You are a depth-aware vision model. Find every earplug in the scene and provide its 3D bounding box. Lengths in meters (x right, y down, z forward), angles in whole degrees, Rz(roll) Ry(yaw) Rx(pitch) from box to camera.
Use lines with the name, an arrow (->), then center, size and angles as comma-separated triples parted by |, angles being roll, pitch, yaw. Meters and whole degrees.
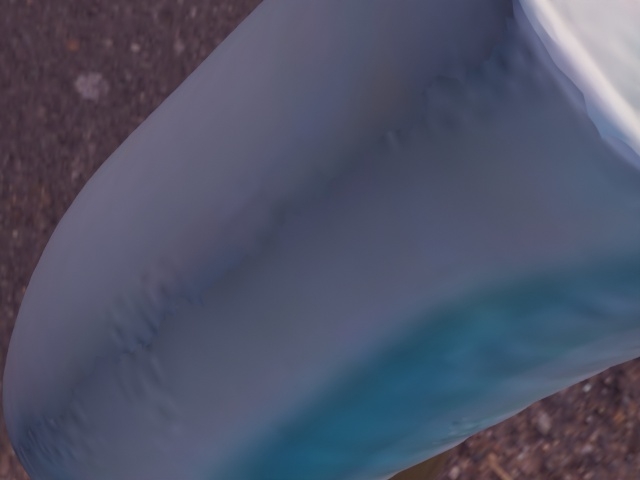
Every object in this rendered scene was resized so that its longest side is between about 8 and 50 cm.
earplug -> 0.000, 0.000, 0.522 | 0.185, 0.324, 0.185 | 25, 47, -31

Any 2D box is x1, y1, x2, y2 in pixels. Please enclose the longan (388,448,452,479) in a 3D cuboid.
longan -> -0.037, 0.100, 1.450 | 0.404, 0.336, 0.404 | -11, 37, 9
